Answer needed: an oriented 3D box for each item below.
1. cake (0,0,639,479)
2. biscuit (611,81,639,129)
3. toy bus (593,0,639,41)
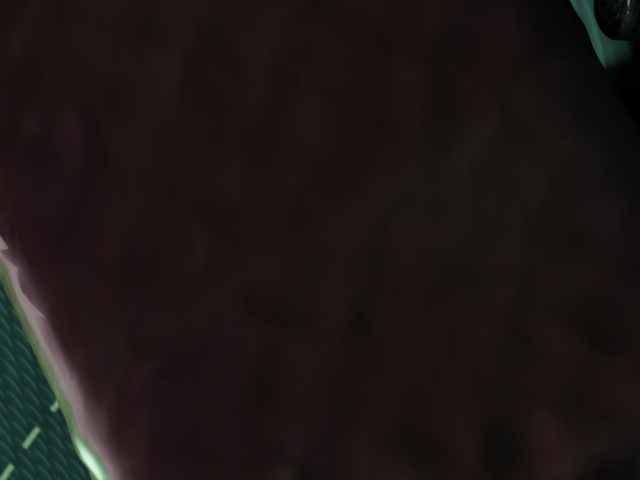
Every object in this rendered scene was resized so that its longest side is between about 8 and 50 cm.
[{"bbox_3d":[0.000,0.000,0.597,0.237,0.230,0.309,123,123,-81],"label":"cake"},{"bbox_3d":[0.142,0.019,0.719,0.188,0.027,0.188,171,90,-76],"label":"biscuit"},{"bbox_3d":[0.123,-0.130,0.581,0.195,0.081,0.089,-131,42,-67],"label":"toy bus"}]
